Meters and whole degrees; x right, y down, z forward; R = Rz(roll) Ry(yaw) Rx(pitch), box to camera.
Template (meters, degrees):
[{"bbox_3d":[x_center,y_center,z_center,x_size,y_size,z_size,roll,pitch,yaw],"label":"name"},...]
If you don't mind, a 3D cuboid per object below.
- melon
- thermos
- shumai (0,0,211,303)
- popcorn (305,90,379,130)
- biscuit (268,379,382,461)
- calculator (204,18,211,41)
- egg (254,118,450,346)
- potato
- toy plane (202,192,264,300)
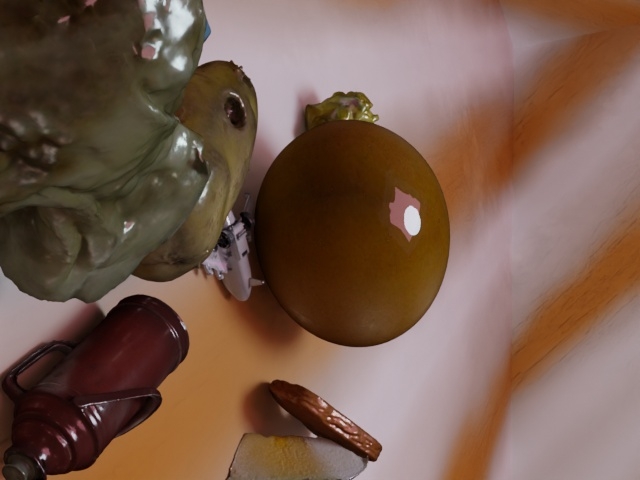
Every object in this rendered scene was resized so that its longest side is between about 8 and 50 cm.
[{"bbox_3d":[-0.039,0.325,1.148,0.139,0.202,0.093,108,-23,-48],"label":"melon"},{"bbox_3d":[-0.224,0.145,0.786,0.124,0.099,0.232,42,33,-2],"label":"thermos"},{"bbox_3d":[-0.184,-0.091,0.642,0.288,0.330,0.292,56,21,-30],"label":"shumai"},{"bbox_3d":[0.037,-0.195,1.423,0.145,0.125,0.126,-57,133,-20],"label":"popcorn"},{"bbox_3d":[-0.006,0.263,1.210,0.192,0.186,0.036,42,73,-25],"label":"biscuit"},{"bbox_3d":[-0.212,-0.257,0.959,0.293,0.051,0.173,-66,143,-48],"label":"calculator"},{"bbox_3d":[0.047,-0.004,1.195,0.283,0.282,0.351,-69,155,-47],"label":"egg"},{"bbox_3d":[-0.152,-0.085,0.911,0.192,0.141,0.296,105,7,-52],"label":"potato"},{"bbox_3d":[-0.121,0.005,1.090,0.162,0.065,0.171,-45,121,-50],"label":"toy plane"}]
